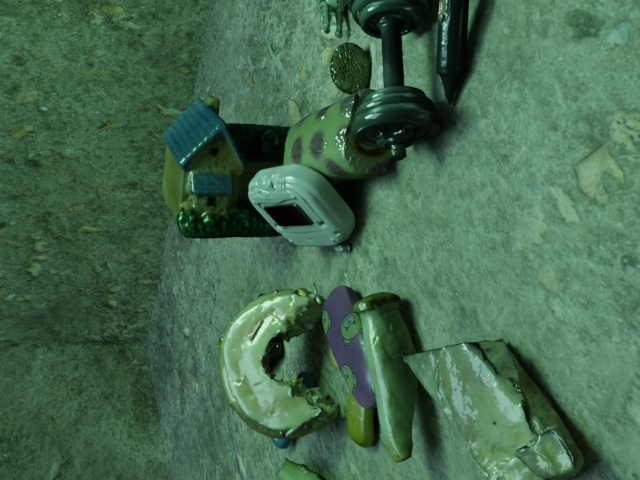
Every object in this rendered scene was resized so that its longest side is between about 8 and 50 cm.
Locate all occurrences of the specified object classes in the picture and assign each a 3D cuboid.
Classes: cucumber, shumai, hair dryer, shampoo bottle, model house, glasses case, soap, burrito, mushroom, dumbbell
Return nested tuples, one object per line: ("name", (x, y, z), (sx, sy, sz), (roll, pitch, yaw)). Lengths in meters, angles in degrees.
("cucumber", (-0.018, 0.652, 1.459), (0.325, 0.105, 0.145), (-11, 50, 63))
("shumai", (0.065, -0.413, 1.448), (0.087, 0.099, 0.123), (161, 113, -80))
("hair dryer", (0.224, -0.418, 1.048), (0.107, 0.189, 0.352), (-139, 43, -60))
("shampoo bottle", (-0.079, 0.467, 1.643), (0.258, 0.061, 0.104), (-66, 34, 34))
("model house", (-0.243, -0.220, 1.710), (0.334, 0.382, 0.342), (47, 130, 55))
("glasses case", (0.080, 0.232, 1.329), (0.123, 0.076, 0.316), (-60, 35, 26))
("soap", (0.092, 0.393, 1.325), (0.089, 0.045, 0.140), (-6, 82, 59))
("burrito", (0.266, 0.250, 0.931), (0.175, 0.107, 0.347), (-57, 38, 20))
("mushroom", (0.146, 0.257, 1.163), (0.087, 0.107, 0.333), (108, 152, -62))
("dumbbell", (0.143, -0.358, 1.171), (0.179, 0.179, 0.406), (-22, 68, 61))

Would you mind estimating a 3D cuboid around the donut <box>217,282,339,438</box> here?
("donut", (-0.107, 0.315, 1.508), (0.150, 0.307, 0.371), (43, -143, -67))

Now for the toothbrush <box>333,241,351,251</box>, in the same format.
("toothbrush", (0.000, 0.000, 1.581), (0.307, 0.030, 0.025), (-162, 70, -63))

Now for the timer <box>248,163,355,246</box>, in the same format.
("timer", (-0.053, -0.078, 1.454), (0.262, 0.237, 0.087), (-2, 49, 49))

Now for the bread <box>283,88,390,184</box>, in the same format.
("bread", (0.031, -0.228, 1.406), (0.338, 0.155, 0.187), (-5, 79, 63))

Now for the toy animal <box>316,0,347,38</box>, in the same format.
("toy animal", (0.038, -0.610, 1.525), (0.255, 0.090, 0.169), (-8, 76, 61))

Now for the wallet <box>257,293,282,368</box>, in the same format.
("wallet", (-0.231, 0.377, 1.964), (0.406, 0.062, 0.228), (-58, 37, 44))
